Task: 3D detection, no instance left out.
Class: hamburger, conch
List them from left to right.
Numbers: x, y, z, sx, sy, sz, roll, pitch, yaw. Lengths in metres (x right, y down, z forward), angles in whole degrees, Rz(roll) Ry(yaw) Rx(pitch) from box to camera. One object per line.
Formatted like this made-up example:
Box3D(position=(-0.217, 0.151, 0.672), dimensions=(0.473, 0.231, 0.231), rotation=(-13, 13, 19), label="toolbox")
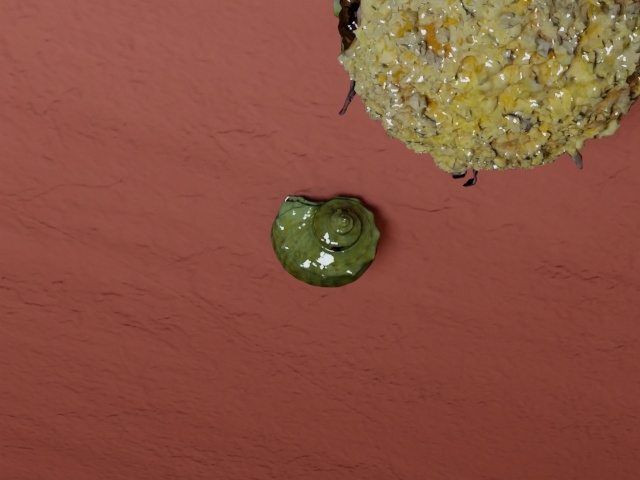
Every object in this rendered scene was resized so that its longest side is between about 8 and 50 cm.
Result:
Box3D(position=(0.000, 0.000, 1.323), dimensions=(0.089, 0.074, 0.121), rotation=(42, 155, 1), label="conch")
Box3D(position=(0.121, -0.133, 1.067), dimensions=(0.243, 0.138, 0.261), rotation=(-16, 138, 22), label="hamburger")
